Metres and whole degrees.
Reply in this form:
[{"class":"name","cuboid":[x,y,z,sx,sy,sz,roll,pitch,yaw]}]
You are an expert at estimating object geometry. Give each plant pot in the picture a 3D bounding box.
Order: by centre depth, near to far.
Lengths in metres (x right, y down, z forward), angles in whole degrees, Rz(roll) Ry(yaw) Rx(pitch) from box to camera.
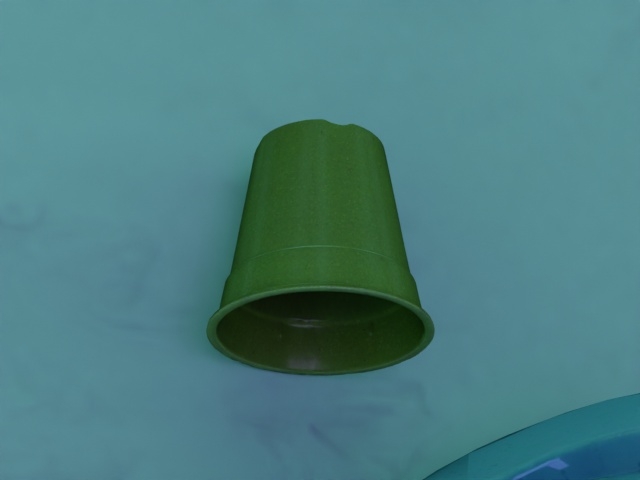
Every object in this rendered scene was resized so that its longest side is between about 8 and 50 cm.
[{"class":"plant pot","cuboid":[0.000,0.000,0.528,0.083,0.083,0.079,9,61,-17]}]

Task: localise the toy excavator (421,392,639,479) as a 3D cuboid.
[{"class":"toy excavator","cuboid":[0.174,0.117,0.442,0.445,0.433,0.222,-36,106,-55]}]
